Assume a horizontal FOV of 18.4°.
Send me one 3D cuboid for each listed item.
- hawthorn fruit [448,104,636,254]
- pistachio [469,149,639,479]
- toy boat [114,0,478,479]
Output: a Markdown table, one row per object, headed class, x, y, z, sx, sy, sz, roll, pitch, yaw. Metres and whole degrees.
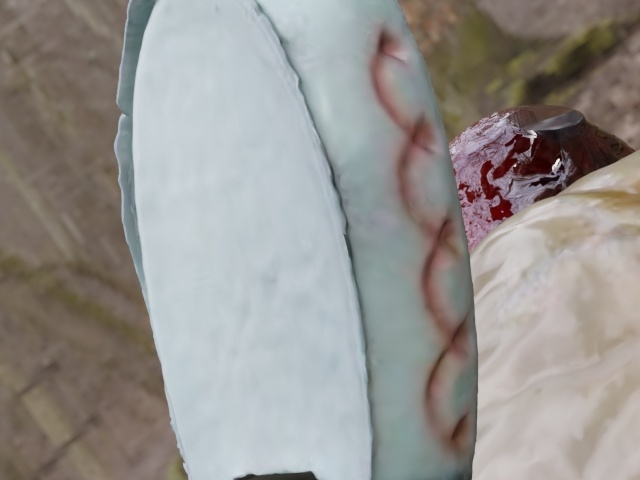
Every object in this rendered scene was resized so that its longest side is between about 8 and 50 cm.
| class | x | y | z | sx | sy | sz | roll | pitch | yaw |
| --- | --- | --- | --- | --- | --- | --- | --- | --- | --- |
| hawthorn fruit | 0.158 | 0.023 | 1.608 | 0.210 | 0.230 | 0.266 | -3 | -31 | -45 |
| pistachio | 0.173 | 0.167 | 1.048 | 0.281 | 0.445 | 0.365 | 5 | 3 | -17 |
| toy boat | 0.000 | 0.000 | 0.623 | 0.079 | 0.208 | 0.134 | -10 | -3 | -32 |
